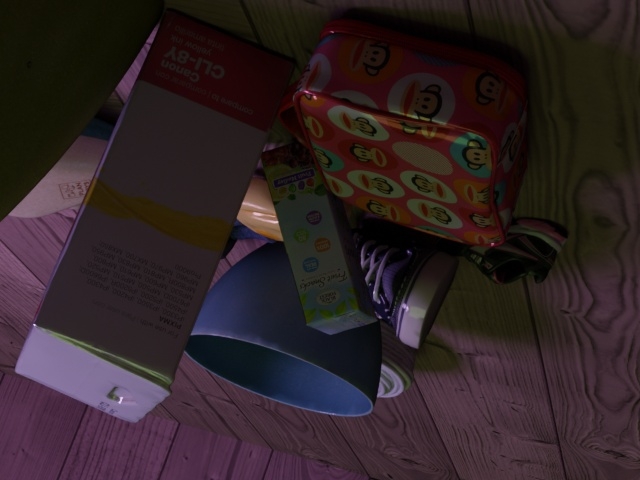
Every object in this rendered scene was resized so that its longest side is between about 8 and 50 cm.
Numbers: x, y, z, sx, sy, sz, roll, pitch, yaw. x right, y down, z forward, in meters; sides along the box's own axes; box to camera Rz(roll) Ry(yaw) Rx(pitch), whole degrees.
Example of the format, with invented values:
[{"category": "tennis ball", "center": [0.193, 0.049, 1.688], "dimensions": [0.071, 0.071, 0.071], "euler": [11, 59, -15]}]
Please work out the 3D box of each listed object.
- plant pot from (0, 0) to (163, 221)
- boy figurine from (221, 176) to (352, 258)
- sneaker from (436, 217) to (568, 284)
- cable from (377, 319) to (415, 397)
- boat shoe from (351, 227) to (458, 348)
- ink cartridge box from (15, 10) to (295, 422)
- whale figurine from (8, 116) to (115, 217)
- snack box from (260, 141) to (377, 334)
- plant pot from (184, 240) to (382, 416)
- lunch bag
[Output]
[{"category": "plant pot", "center": [-0.341, -0.167, 1.538], "dimensions": [0.275, 0.293, 0.275], "euler": [17, 161, 6]}, {"category": "boy figurine", "center": [-0.055, -0.022, 1.968], "dimensions": [0.285, 0.092, 0.177], "euler": [3, 152, 47]}, {"category": "sneaker", "center": [0.211, 0.015, 1.826], "dimensions": [0.178, 0.077, 0.072], "euler": [0, 152, 45]}, {"category": "cable", "center": [0.034, 0.178, 2.424], "dimensions": [0.257, 0.089, 0.257], "euler": [1, 153, 41]}, {"category": "boat shoe", "center": [0.081, 0.051, 1.894], "dimensions": [0.158, 0.127, 0.340], "euler": [25, 176, 6]}, {"category": "ink cartridge box", "center": [-0.189, -0.017, 1.659], "dimensions": [0.160, 0.384, 0.279], "euler": [23, 160, -8]}, {"category": "whale figurine", "center": [-0.332, -0.124, 1.942], "dimensions": [0.272, 0.141, 0.216], "euler": [-6, 151, 1]}, {"category": "snack box", "center": [0.000, 0.000, 1.742], "dimensions": [0.070, 0.207, 0.174], "euler": [-16, 171, 7]}, {"category": "plant pot", "center": [-0.033, 0.108, 2.132], "dimensions": [0.290, 0.195, 0.290], "euler": [17, 160, 6]}, {"category": "lunch bag", "center": [0.082, -0.109, 1.552], "dimensions": [0.258, 0.120, 0.293], "euler": [15, 161, 13]}]
